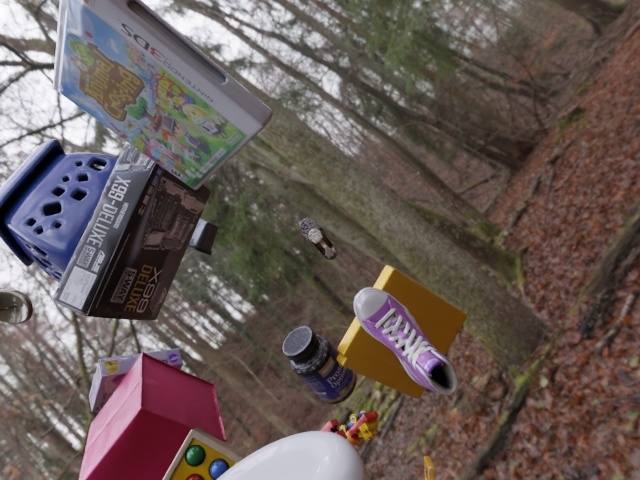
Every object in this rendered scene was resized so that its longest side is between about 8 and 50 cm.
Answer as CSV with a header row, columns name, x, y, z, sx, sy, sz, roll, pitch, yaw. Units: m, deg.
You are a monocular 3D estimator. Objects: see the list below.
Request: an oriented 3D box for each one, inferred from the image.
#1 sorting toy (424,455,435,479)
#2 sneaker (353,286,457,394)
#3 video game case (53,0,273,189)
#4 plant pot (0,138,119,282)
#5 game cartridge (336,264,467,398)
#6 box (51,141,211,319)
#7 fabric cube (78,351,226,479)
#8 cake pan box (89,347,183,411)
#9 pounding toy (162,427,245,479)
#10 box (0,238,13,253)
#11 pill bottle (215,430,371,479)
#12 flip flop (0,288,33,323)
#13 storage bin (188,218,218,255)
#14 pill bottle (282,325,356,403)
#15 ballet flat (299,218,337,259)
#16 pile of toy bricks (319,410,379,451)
name,x,y,z,sx,sy,sz,roll,pitch,yaw
sorting toy,0.169,0.547,0.766,0.196,0.047,0.348,75,-165,-68
sneaker,0.193,0.214,0.998,0.102,0.282,0.161,-44,6,-7
video game case,-0.171,-0.143,0.468,0.212,0.193,0.023,-19,39,57
plant pot,-0.497,-0.045,0.930,0.236,0.212,0.236,112,180,-59
game cartridge,0.224,0.256,1.259,0.285,0.323,0.052,-59,29,-1
box,-0.341,-0.005,0.888,0.242,0.076,0.308,59,-128,-76
fabric cube,-0.444,0.510,1.243,0.258,0.254,0.259,-54,26,3
cake pan box,-0.596,0.451,1.491,0.245,0.070,0.267,2,-41,-34
pounding toy,-0.223,0.526,0.961,0.181,0.206,0.094,-61,-6,-19
box,-0.684,-0.033,1.265,0.311,0.147,0.121,-3,-77,-62
pill bottle,0.012,0.299,0.344,0.153,0.265,0.153,-26,1,1
flip flop,-0.988,0.187,1.359,0.080,0.276,0.112,-89,16,-73
storage bin,-0.374,-0.025,1.372,0.098,0.135,0.091,29,-98,-59
pill bottle,-0.004,0.334,1.250,0.123,0.122,0.219,-48,-58,-17
ballet flat,0.000,0.000,0.972,0.041,0.114,0.041,-31,29,19
pile of toy bricks,0.023,0.371,0.731,0.118,0.105,0.212,4,-51,-46
